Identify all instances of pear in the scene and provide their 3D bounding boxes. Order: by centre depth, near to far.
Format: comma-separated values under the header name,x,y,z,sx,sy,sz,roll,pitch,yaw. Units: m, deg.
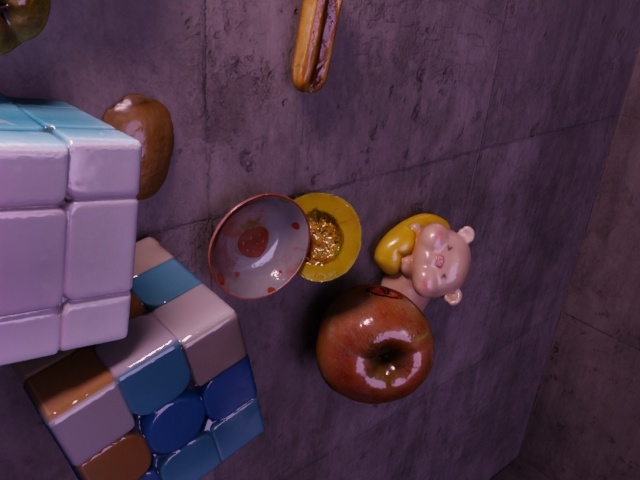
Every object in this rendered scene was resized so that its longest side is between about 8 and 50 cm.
name,x,y,z,sx,sy,sz,roll,pitch,yaw
pear,-0.464,-0.344,0.818,0.167,0.136,0.167,-27,134,-32

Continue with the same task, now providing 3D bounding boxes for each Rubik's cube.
name,x,y,z,sx,sy,sz,roll,pitch,yaw
Rubik's cube,-0.478,-0.031,0.850,0.316,0.322,0.318,-7,116,-40
Rubik's cube,-0.355,0.258,1.115,0.344,0.347,0.346,-30,130,-28

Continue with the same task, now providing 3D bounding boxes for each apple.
name,x,y,z,sx,sy,sz,roll,pitch,yaw
apple,0.148,0.278,1.645,0.338,0.305,0.338,-3,109,-10

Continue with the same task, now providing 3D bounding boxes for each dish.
name,x,y,z,sx,sy,sz,roll,pitch,yaw
dish,-0.153,0.003,1.352,0.260,0.085,0.260,-16,121,-29

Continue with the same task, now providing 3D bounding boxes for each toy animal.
name,x,y,z,sx,sy,sz,roll,pitch,yaw
toy animal,0.307,0.092,1.732,0.277,0.247,0.345,11,104,-45

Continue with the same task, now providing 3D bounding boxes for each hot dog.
name,x,y,z,sx,sy,sz,roll,pitch,yaw
hot dog,-0.013,-0.441,1.253,0.100,0.068,0.249,-17,127,-52

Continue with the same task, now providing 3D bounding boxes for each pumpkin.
name,x,y,z,sx,sy,sz,roll,pitch,yaw
pumpkin,0.003,-0.007,1.444,0.217,0.217,0.110,-64,169,5

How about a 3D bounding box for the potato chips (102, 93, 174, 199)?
name,x,y,z,sx,sy,sz,roll,pitch,yaw
potato chips,-0.340,-0.172,1.107,0.150,0.049,0.201,-5,110,-48
